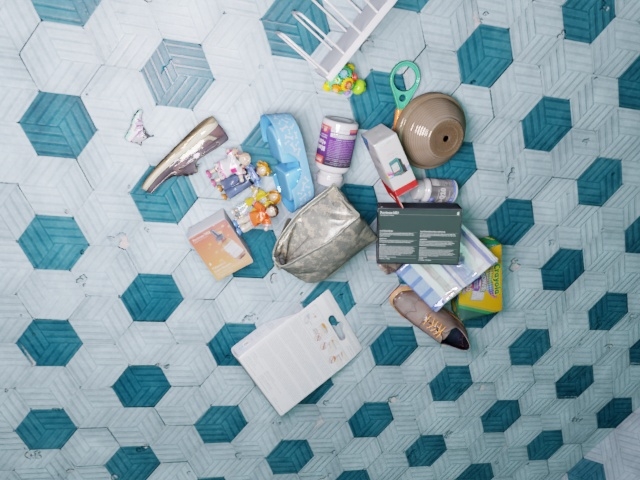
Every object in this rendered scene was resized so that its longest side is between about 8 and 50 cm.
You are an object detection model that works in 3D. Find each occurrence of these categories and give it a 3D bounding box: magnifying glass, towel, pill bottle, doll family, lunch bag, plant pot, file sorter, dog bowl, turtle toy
[{"bbox_3d":[0.243,-0.419,1.656,0.092,0.026,0.231,-1,115,-14],"label":"magnifying glass"},{"bbox_3d":[0.422,0.087,1.847,0.285,0.034,0.209,-42,98,14],"label":"towel"},{"bbox_3d":[0.042,-0.262,1.631,0.108,0.108,0.193,5,113,-16],"label":"pill bottle"},{"bbox_3d":[-0.210,-0.154,1.634,0.163,0.118,0.263,-26,100,6],"label":"doll family"},{"bbox_3d":[0.000,0.000,1.664,0.287,0.169,0.235,-40,155,5],"label":"lunch bag"},{"bbox_3d":[0.364,-0.161,1.774,0.137,0.078,0.078,1,114,-14],"label":"pill bottle"},{"bbox_3d":[0.351,-0.320,1.667,0.237,0.110,0.237,-9,118,-17],"label":"plant pot"},{"bbox_3d":[0.038,-0.588,1.435,0.173,0.193,0.278,37,101,-22],"label":"file sorter"},{"bbox_3d":[-0.092,-0.228,1.590,0.074,0.166,0.297,-22,118,-16],"label":"dog bowl"},{"bbox_3d":[0.074,-0.450,1.567,0.130,0.066,0.095,2,126,-42],"label":"turtle toy"}]

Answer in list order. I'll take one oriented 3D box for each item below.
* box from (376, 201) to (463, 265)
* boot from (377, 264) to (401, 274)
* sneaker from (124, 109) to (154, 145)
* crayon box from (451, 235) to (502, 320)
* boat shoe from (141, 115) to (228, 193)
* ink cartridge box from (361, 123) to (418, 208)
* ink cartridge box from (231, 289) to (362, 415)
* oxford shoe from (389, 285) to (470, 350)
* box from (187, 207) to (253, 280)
[{"bbox_3d":[0.309,-0.024,1.759,0.261,0.103,0.184,1,108,4],"label":"box"},{"bbox_3d":[0.229,0.063,1.866,0.087,0.042,0.118,-36,117,7],"label":"boot"},{"bbox_3d":[-0.490,-0.308,1.522,0.069,0.038,0.098,22,117,-24],"label":"sneaker"},{"bbox_3d":[0.549,0.135,1.954,0.165,0.081,0.278,-13,116,-6],"label":"crayon box"},{"bbox_3d":[-0.379,-0.224,1.551,0.285,0.103,0.092,-44,112,2],"label":"boat shoe"},{"bbox_3d":[0.217,-0.226,1.677,0.078,0.134,0.231,-29,118,0],"label":"ink cartridge box"},{"bbox_3d":[-0.074,0.382,1.937,0.385,0.091,0.308,-37,118,-14],"label":"ink cartridge box"},{"bbox_3d":[0.400,0.278,1.955,0.363,0.133,0.130,30,105,-24],"label":"oxford shoe"},{"bbox_3d":[-0.306,0.013,1.683,0.130,0.091,0.170,-30,118,1],"label":"box"}]
